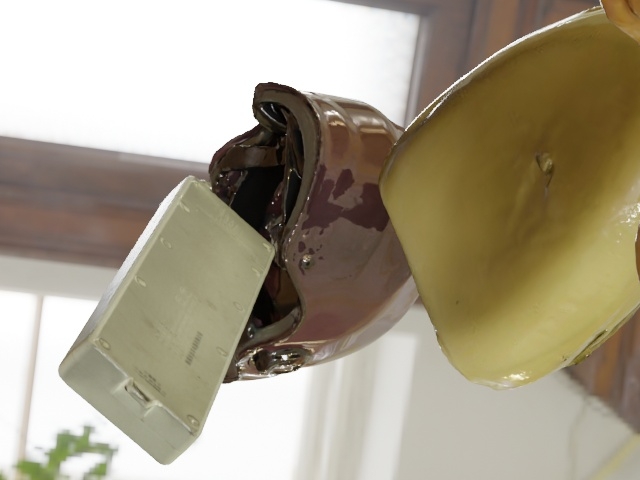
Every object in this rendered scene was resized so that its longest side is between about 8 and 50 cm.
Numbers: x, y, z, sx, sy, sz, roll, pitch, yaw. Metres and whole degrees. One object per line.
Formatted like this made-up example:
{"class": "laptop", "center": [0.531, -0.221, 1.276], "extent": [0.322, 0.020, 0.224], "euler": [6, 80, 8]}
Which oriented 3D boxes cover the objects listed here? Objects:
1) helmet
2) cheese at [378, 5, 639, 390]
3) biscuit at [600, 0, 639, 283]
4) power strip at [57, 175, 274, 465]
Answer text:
{"class": "helmet", "center": [0.000, 0.000, 1.627], "extent": [0.338, 0.197, 0.271], "euler": [116, -30, -44]}
{"class": "cheese", "center": [0.188, -0.049, 1.238], "extent": [0.316, 0.128, 0.259], "euler": [-38, -121, 30]}
{"class": "biscuit", "center": [0.266, -0.063, 0.766], "extent": [0.057, 0.351, 0.312], "euler": [-30, -101, 58]}
{"class": "power strip", "center": [-0.108, 0.047, 1.260], "extent": [0.043, 0.106, 0.367], "euler": [-43, -170, 21]}
